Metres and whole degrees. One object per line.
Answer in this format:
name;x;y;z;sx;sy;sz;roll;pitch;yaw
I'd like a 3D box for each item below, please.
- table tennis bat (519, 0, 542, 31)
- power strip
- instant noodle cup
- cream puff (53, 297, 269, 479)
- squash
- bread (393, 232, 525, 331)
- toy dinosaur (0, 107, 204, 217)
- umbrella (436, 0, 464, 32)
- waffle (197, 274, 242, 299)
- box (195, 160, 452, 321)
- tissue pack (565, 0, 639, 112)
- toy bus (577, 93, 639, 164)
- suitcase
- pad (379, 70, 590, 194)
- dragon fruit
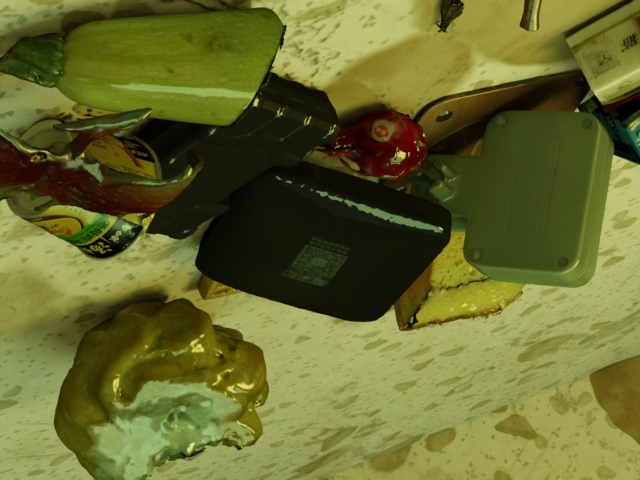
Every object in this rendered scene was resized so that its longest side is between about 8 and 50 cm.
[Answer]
table tennis bat;0.242;-0.339;1.621;0.108;0.119;0.170;4;133;1
power strip;0.247;-0.067;1.960;0.261;0.229;0.141;5;167;29
instant noodle cup;-0.270;-0.061;1.603;0.151;0.151;0.122;-35;147;29
cream puff;-0.250;0.200;2.169;0.323;0.270;0.274;-20;125;-9
squash;-0.175;-0.167;1.452;0.288;0.137;0.137;-7;154;-32
bread;0.217;0.056;2.373;0.260;0.134;0.129;-13;147;-37
toy dinosaur;-0.270;-0.101;1.436;0.327;0.112;0.206;0;150;-11
umbrella;0.150;-0.265;1.681;0.020;0.031;0.083;-49;173;-27
waffle;-0.085;0.035;2.169;0.191;0.032;0.125;-15;155;-25
box;0.000;0.000;1.964;0.290;0.073;0.289;16;146;-14
tissue pack;0.412;-0.247;1.878;0.149;0.099;0.106;-28;159;14
toy bus;0.437;-0.163;1.985;0.090;0.106;0.184;-32;-166;-1
suitcase;-0.137;-0.101;1.733;0.286;0.066;0.206;-33;157;25
pad;0.231;-0.144;2.065;0.284;0.018;0.286;-13;156;-22
dragon fruit;0.054;-0.122;1.852;0.191;0.094;0.094;0;152;-21
